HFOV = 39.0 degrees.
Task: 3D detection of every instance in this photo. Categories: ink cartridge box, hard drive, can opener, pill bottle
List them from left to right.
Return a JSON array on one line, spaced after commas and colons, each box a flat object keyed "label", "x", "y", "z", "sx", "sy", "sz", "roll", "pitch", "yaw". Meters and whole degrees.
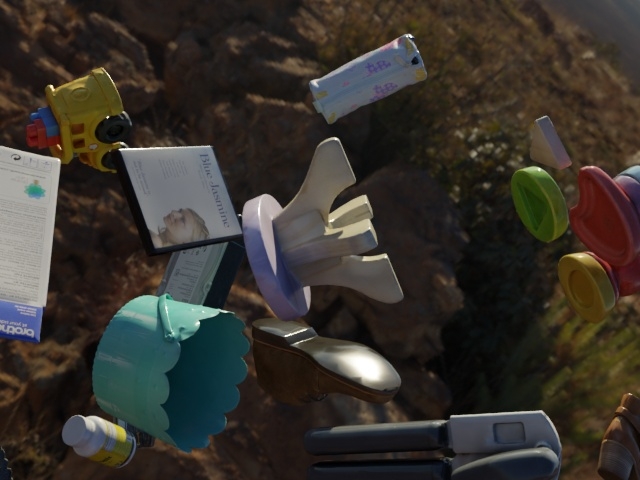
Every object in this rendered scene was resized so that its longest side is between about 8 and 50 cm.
[{"label": "ink cartridge box", "x": -0.416, "y": 0.000, "z": 1.075, "sx": 0.186, "sy": 0.065, "sz": 0.311, "roll": 13, "pitch": 40, "yaw": -23}, {"label": "pill bottle", "x": -0.351, "y": 0.315, "z": 1.428, "sx": 0.116, "sy": 0.065, "sz": 0.065, "roll": 44, "pitch": 19, "yaw": -50}, {"label": "hard drive", "x": -0.295, "y": 0.095, "z": 2.141, "sx": 0.064, "sy": 0.339, "sz": 0.237, "roll": 27, "pitch": -11, "yaw": -35}, {"label": "can opener", "x": 0.102, "y": 0.220, "z": 0.920, "sx": 0.095, "sy": 0.283, "sz": 0.076, "roll": 9, "pitch": 74, "yaw": -63}]

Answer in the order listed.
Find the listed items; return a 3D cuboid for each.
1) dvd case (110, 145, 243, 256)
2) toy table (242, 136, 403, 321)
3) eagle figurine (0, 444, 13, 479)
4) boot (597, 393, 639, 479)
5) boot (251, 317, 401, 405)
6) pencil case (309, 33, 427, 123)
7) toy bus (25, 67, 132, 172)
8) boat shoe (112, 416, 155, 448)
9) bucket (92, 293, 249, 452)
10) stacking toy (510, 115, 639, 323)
[{"label": "dvd case", "x": -0.236, "y": -0.073, "z": 1.539, "sx": 0.253, "sy": 0.022, "sz": 0.180, "roll": -13, "pitch": 80, "yaw": -59}, {"label": "toy table", "x": 0.000, "y": 0.000, "z": 1.280, "sx": 0.274, "sy": 0.161, "sz": 0.252, "roll": -97, "pitch": 163, "yaw": -65}, {"label": "eagle figurine", "x": -0.567, "y": 0.445, "z": 1.364, "sx": 0.226, "sy": 0.225, "sz": 0.298, "roll": -60, "pitch": 144, "yaw": -53}, {"label": "boot", "x": 0.552, "y": 0.372, "z": 1.565, "sx": 0.197, "sy": 0.073, "sz": 0.152, "roll": 50, "pitch": 56, "yaw": -36}, {"label": "boot", "x": 0.005, "y": 0.218, "z": 1.451, "sx": 0.112, "sy": 0.115, "sz": 0.305, "roll": -6, "pitch": 15, "yaw": -44}, {"label": "pencil case", "x": 0.110, "y": -0.371, "z": 2.099, "sx": 0.124, "sy": 0.273, "sz": 0.113, "roll": -102, "pitch": 166, "yaw": -60}, {"label": "toy bus", "x": -0.523, "y": -0.232, "z": 1.931, "sx": 0.211, "sy": 0.220, "sz": 0.149, "roll": -21, "pitch": 60, "yaw": -23}, {"label": "boat shoe", "x": -0.377, "y": 0.337, "z": 1.843, "sx": 0.083, "sy": 0.183, "sz": 0.065, "roll": -1, "pitch": 9, "yaw": -27}, {"label": "bucket", "x": -0.277, "y": 0.237, "z": 1.689, "sx": 0.183, "sy": 0.281, "sz": 0.281, "roll": 15, "pitch": 16, "yaw": 24}, {"label": "stacking toy", "x": 0.442, "y": -0.051, "z": 1.436, "sx": 0.279, "sy": 0.130, "sz": 0.309, "roll": 61, "pitch": -14, "yaw": 26}]
